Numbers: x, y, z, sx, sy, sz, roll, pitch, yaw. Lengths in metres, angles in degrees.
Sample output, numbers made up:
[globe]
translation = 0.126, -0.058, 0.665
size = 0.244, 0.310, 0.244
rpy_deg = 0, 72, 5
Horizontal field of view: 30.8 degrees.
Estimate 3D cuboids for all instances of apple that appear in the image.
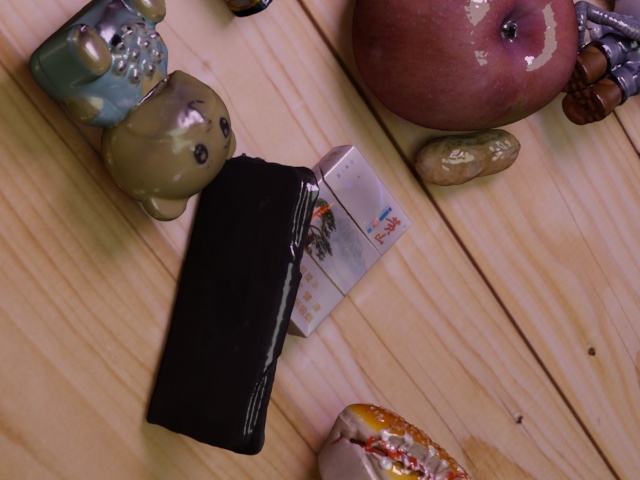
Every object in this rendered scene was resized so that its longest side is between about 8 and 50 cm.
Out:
[apple]
translation = 0.199, -0.282, 1.582
size = 0.306, 0.235, 0.305
rpy_deg = -7, 106, -27

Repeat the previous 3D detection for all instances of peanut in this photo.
[peanut]
translation = 0.219, -0.123, 1.700
size = 0.174, 0.080, 0.080
rpy_deg = -14, 101, -27

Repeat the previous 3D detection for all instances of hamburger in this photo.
[hamburger]
translation = 0.129, 0.342, 1.608
size = 0.295, 0.227, 0.151
rpy_deg = 38, 97, -27

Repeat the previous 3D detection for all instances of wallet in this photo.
[wallet]
translation = -0.110, 0.073, 1.470
size = 0.051, 0.197, 0.377
rpy_deg = 15, 86, -49

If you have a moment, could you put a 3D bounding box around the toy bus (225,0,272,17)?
[toy bus]
translation = -0.062, -0.396, 1.511
size = 0.114, 0.098, 0.201
rpy_deg = 44, 72, -24

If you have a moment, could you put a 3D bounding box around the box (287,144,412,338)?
[box]
translation = 0.001, 0.000, 1.594
size = 0.233, 0.067, 0.149
rpy_deg = -47, 114, -19

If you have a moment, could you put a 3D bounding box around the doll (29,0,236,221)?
[doll]
translation = -0.216, -0.163, 1.406
size = 0.260, 0.161, 0.177
rpy_deg = 51, 48, -21

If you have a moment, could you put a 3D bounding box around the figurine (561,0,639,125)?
[figurine]
translation = 0.500, -0.304, 1.791
size = 0.382, 0.186, 0.261
rpy_deg = -34, 115, -28
